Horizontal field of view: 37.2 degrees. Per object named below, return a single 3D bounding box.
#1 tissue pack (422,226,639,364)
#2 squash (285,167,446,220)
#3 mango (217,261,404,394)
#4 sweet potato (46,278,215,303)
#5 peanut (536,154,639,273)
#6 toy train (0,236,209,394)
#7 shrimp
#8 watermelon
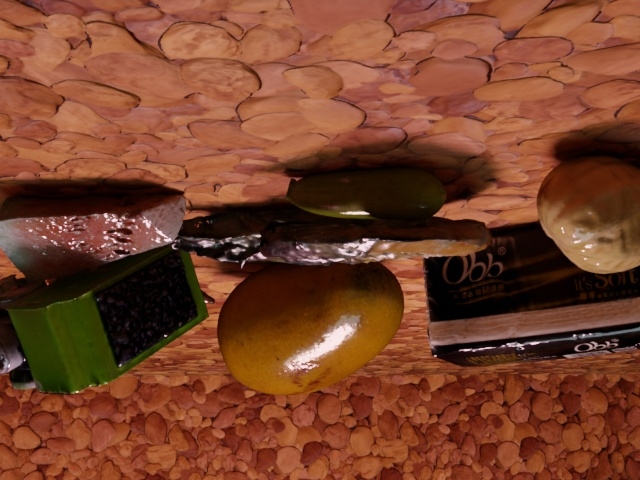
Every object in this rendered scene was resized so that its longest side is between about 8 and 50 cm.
[{"bbox_3d":[0.368,0.088,1.502,0.370,0.198,0.210,-8,161,23],"label":"tissue pack"},{"bbox_3d":[0.055,-0.059,1.177,0.201,0.066,0.066,2,166,10],"label":"squash"},{"bbox_3d":[-0.012,0.133,1.603,0.264,0.221,0.378,14,150,-36],"label":"mango"},{"bbox_3d":[-0.314,0.067,1.604,0.281,0.059,0.067,9,174,-32],"label":"sweet potato"},{"bbox_3d":[0.386,-0.026,1.199,0.319,0.147,0.148,7,163,-39],"label":"peanut"},{"bbox_3d":[-0.336,0.108,1.389,0.249,0.173,0.307,-2,-161,36],"label":"toy train"},{"bbox_3d":[0.000,0.000,1.254,0.445,0.085,0.272,0,-177,12],"label":"shrimp"},{"bbox_3d":[-0.296,-0.025,1.249,0.241,0.094,0.154,-5,155,8],"label":"watermelon"}]
